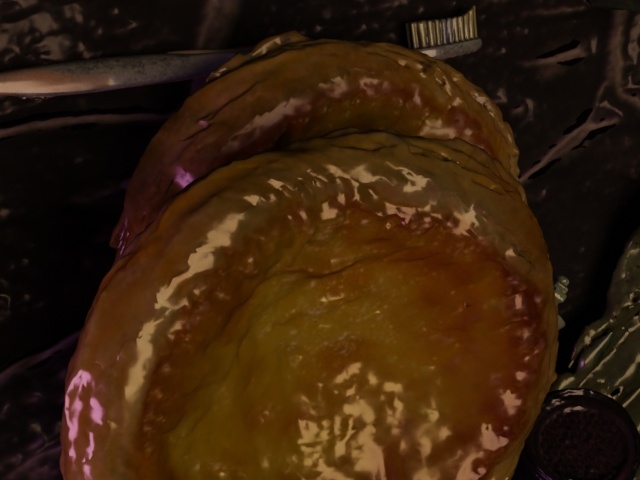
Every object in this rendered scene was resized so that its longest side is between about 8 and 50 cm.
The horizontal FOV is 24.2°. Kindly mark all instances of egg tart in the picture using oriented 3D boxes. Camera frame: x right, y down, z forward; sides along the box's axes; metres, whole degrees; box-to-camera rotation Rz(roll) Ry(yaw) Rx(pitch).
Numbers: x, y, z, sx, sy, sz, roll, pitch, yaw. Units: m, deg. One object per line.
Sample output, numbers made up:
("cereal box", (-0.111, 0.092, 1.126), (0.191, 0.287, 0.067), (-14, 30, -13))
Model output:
("egg tart", (0.000, 0.000, 0.974), (0.295, 0.116, 0.294), (-8, 110, -23))
("egg tart", (-0.009, 0.072, 0.856), (0.319, 0.128, 0.319), (-9, 112, -23))

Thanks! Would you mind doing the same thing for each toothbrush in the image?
("toothbrush", (-0.052, -0.116, 0.964), (0.375, 0.028, 0.037), (-11, 103, -27))

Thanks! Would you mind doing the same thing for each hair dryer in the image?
("hair dryer", (0.086, 0.183, 1.047), (0.251, 0.089, 0.197), (3, 144, -2))

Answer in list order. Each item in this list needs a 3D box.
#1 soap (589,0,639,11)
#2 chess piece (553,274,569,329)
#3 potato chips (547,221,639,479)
("soap", (0.271, -0.283, 1.065), (0.261, 0.094, 0.150), (-47, 120, -11))
("chess piece", (0.145, 0.088, 1.121), (0.059, 0.059, 0.149), (44, 74, -31))
("potato chips", (0.347, 0.145, 1.222), (0.373, 0.097, 0.389), (14, 102, -34))
